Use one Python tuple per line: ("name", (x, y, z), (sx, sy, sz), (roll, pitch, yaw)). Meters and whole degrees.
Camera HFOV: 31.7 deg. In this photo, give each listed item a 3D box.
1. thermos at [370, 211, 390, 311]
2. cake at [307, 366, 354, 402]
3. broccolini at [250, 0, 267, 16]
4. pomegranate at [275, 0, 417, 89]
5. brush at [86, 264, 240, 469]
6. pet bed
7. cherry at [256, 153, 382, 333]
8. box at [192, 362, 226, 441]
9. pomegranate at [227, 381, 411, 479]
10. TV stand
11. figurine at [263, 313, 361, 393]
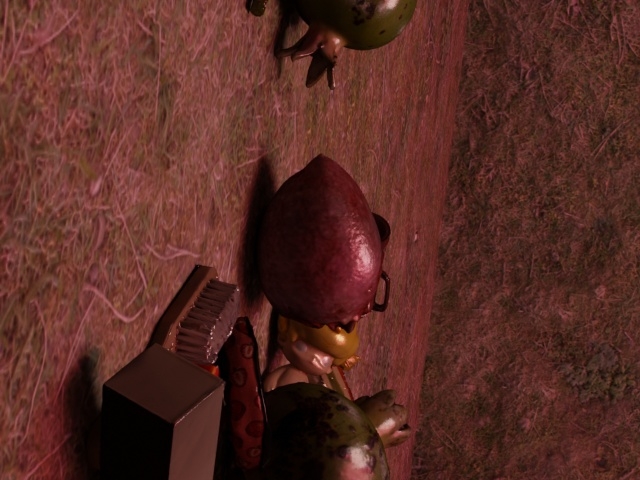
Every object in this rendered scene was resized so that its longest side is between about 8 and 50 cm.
("thermos", (0.065, 0.067, 1.989), (0.099, 0.124, 0.232), (-60, 162, -50))
("cake", (0.023, 0.265, 1.937), (0.086, 0.116, 0.221), (-31, 130, -65))
("broccolini", (-0.049, -0.374, 1.399), (0.068, 0.091, 0.203), (39, 64, -24))
("pomegranate", (0.029, -0.316, 1.526), (0.224, 0.181, 0.181), (-58, 162, -9))
("brush", (-0.158, 0.134, 1.225), (0.327, 0.065, 0.070), (-59, 155, -55))
("pet bed", (-0.094, 0.188, 1.406), (0.201, 0.053, 0.201), (174, -90, -81))
("cherry", (0.000, 0.000, 1.555), (0.192, 0.175, 0.250), (-74, 167, -66))
("box", (-0.161, 0.238, 1.298), (0.112, 0.048, 0.175), (88, 16, -44))
("pomegranate", (0.010, 0.324, 1.589), (0.306, 0.242, 0.242), (11, 87, -49))
("TV stand", (-0.160, 0.239, 1.111), (0.083, 0.088, 0.270), (-41, 147, -47))
("figurine", (-0.021, 0.174, 1.717), (0.131, 0.156, 0.246), (-2, -125, 61))
